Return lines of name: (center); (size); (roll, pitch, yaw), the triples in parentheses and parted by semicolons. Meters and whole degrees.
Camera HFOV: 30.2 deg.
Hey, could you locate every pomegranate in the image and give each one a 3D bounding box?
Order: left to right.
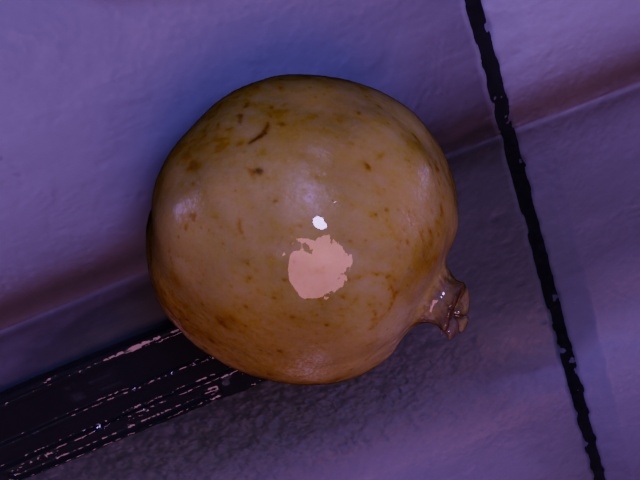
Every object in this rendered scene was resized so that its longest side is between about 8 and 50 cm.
pomegranate: (0.000, 0.000, 0.682); (0.196, 0.196, 0.196); (-8, 128, -10)

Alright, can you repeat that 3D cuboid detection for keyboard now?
keyboard: (-0.151, 0.110, 0.830); (0.250, 0.017, 0.087); (-23, 130, 3)
